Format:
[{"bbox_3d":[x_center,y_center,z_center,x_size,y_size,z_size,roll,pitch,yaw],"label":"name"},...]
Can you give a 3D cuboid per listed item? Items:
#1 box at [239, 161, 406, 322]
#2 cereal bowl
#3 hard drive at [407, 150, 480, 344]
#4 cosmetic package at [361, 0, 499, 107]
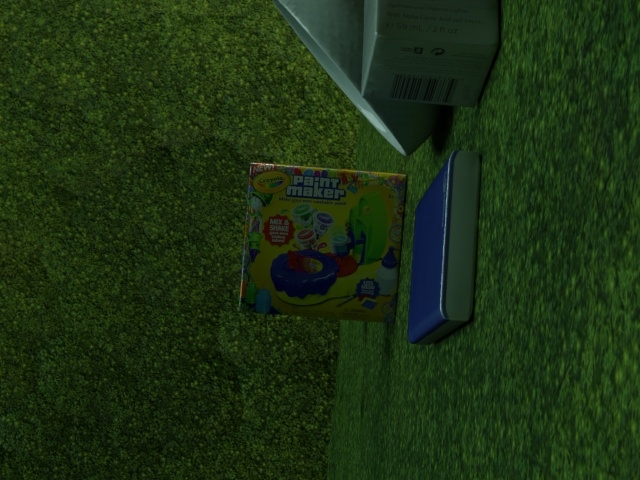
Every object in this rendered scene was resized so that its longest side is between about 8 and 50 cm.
[{"bbox_3d":[0.000,0.000,2.470,0.177,0.290,0.279,-127,41,-86],"label":"box"},{"bbox_3d":[0.073,-0.298,1.983,0.141,0.339,0.339,-41,7,3],"label":"cereal bowl"},{"bbox_3d":[0.160,0.020,1.742,0.318,0.040,0.210,110,165,-80],"label":"hard drive"},{"bbox_3d":[0.135,-0.285,1.632,0.151,0.151,0.183,102,171,-66],"label":"cosmetic package"}]
